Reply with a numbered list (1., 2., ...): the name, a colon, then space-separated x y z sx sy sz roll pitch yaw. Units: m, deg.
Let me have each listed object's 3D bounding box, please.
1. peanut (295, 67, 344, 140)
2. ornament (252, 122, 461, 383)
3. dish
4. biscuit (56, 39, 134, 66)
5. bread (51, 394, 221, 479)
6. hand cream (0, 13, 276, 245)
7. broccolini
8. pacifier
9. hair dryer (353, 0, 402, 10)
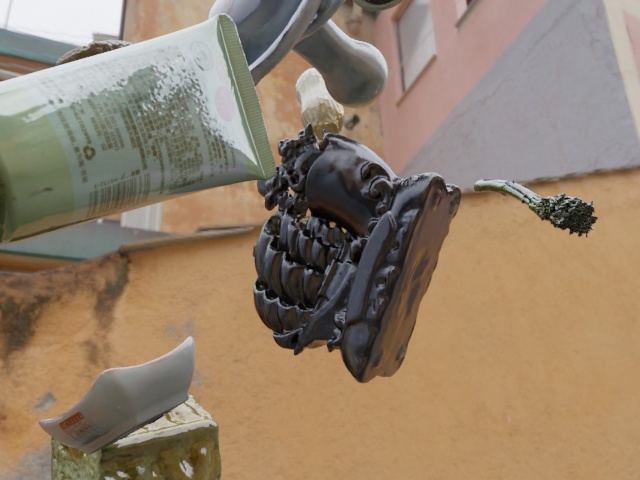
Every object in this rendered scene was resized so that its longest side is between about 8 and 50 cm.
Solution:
1. peanut: -0.003 -0.274 1.254 0.087 0.206 0.087 -6 -44 -6
2. ornament: 0.000 0.000 0.688 0.260 0.251 0.106 20 3 34
3. dish: -0.260 0.218 0.837 0.212 0.077 0.151 -35 -10 37
4. biscuit: -0.441 -0.371 1.359 0.133 0.032 0.250 -40 -21 10
5. bread: -0.295 0.372 1.029 0.252 0.196 0.238 10 12 -40
6. hand cream: -0.152 -0.076 0.450 0.093 0.147 0.306 -3 18 44
7. broccolini: 0.276 -0.056 0.846 0.054 0.239 0.051 -41 -65 -4
8. pacifier: -0.005 -0.237 0.747 0.226 0.238 0.287 31 -51 -30
9. hair dryer: -0.007 -0.205 0.442 0.137 0.082 0.047 -4 -20 0
